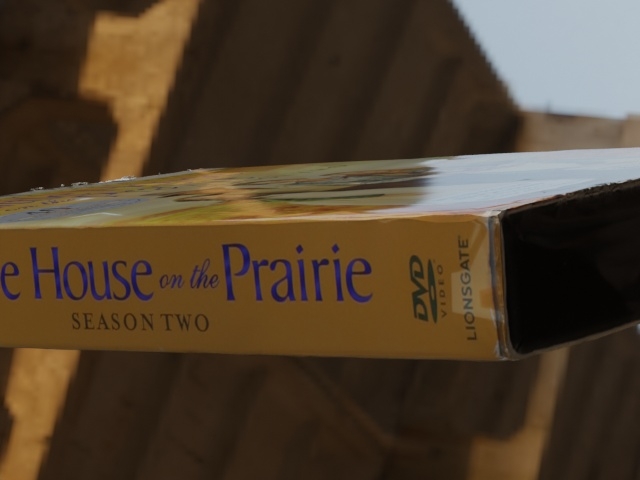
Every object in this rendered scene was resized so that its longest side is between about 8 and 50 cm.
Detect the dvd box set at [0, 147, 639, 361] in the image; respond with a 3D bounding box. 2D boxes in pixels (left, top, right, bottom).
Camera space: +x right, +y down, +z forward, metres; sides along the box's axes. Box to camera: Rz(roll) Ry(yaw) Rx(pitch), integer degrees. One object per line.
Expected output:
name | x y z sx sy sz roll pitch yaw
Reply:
dvd box set | 0.000 0.000 0.956 0.307 0.420 0.062 -11 -82 -49
